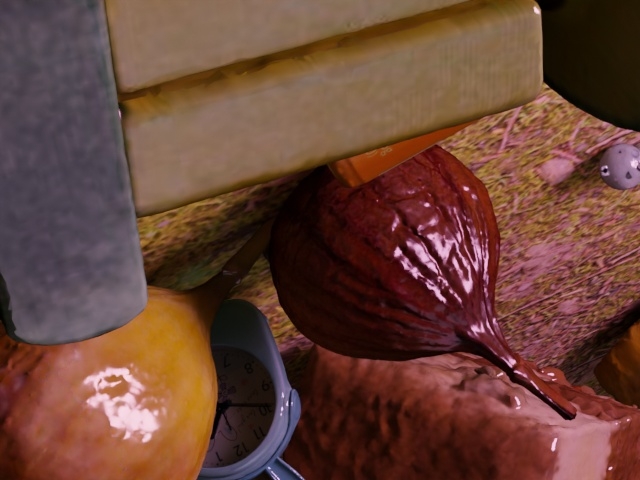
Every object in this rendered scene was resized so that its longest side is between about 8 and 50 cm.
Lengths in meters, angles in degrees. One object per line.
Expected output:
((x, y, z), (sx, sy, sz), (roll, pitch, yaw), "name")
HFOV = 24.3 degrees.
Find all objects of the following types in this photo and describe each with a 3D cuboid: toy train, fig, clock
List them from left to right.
((-0.113, 0.073, 0.909), (0.257, 0.159, 0.159), (-45, 161, -15), "fig")
((-0.063, 0.121, 1.011), (0.108, 0.147, 0.045), (-29, 157, 6), "clock")
((0.012, -0.131, 0.432), (0.397, 0.160, 0.253), (-19, 128, -20), "toy train")
((0.065, 0.038, 0.890), (0.146, 0.201, 0.134), (-36, 152, -3), "fig")

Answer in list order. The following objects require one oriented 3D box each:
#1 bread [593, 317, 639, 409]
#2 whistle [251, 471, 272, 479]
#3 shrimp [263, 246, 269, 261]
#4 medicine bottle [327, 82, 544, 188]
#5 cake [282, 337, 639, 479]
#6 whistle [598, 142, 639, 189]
((0.513, 0.121, 1.525), (0.395, 0.239, 0.264), (-15, 155, -32), "bread")
((-0.097, 0.194, 1.199), (0.258, 0.126, 0.067), (31, 84, -49), "whistle")
((0.003, -0.003, 0.980), (0.092, 0.029, 0.038), (-10, 144, -46), "shrimp")
((0.073, -0.110, 0.734), (0.192, 0.096, 0.096), (-28, 157, 4), "medicine bottle")
((0.130, 0.220, 1.185), (0.290, 0.255, 0.282), (16, 89, -56), "cake")
((0.244, -0.059, 1.110), (0.100, 0.035, 0.035), (-12, 153, -35), "whistle")
